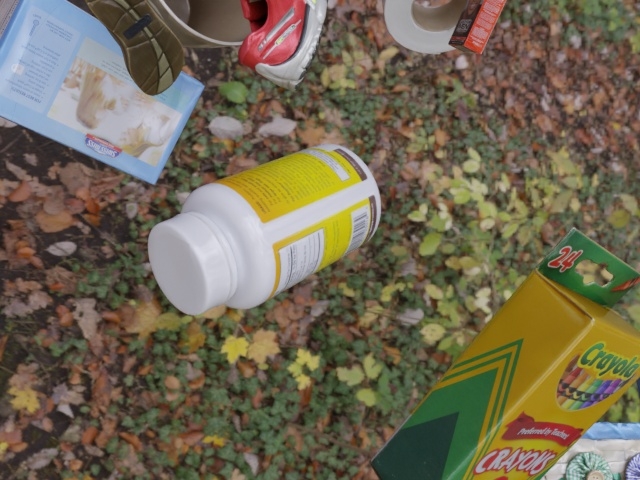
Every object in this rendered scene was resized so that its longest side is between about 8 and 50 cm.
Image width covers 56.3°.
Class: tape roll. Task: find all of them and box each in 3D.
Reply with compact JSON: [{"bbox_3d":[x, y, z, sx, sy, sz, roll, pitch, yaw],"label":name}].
[{"bbox_3d":[0.294,-0.611,1.495,0.286,0.286,0.100,40,38,-46],"label":"tape roll"}]

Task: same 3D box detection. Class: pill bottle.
[{"bbox_3d":[-0.048,-0.012,0.564,0.215,0.117,0.117,-27,114,-42],"label":"pill bottle"}]

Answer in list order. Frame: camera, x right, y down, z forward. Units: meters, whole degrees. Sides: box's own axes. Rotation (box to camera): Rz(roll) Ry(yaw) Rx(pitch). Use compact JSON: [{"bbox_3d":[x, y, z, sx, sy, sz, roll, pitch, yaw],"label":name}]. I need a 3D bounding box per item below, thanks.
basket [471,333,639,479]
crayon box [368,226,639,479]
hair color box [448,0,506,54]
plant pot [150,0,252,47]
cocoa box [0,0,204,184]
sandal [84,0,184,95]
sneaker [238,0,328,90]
[{"bbox_3d":[0.347,0.258,0.808,0.201,0.254,0.289,103,-16,-61],"label":"basket"},{"bbox_3d":[0.222,0.155,0.625,0.202,0.081,0.319,20,112,-42],"label":"crayon box"},{"bbox_3d":[0.295,-0.419,1.097,0.043,0.072,0.141,19,103,-20],"label":"hair color box"},{"bbox_3d":[-0.232,-0.437,1.024,0.256,0.274,0.257,-3,94,-36],"label":"plant pot"},{"bbox_3d":[-0.448,-0.294,1.138,0.347,0.228,0.232,25,93,-40],"label":"cocoa box"},{"bbox_3d":[-0.213,-0.242,0.683,0.072,0.049,0.180,-36,149,-5],"label":"sandal"},{"bbox_3d":[-0.049,-0.339,0.821,0.118,0.107,0.279,18,60,-15],"label":"sneaker"}]
